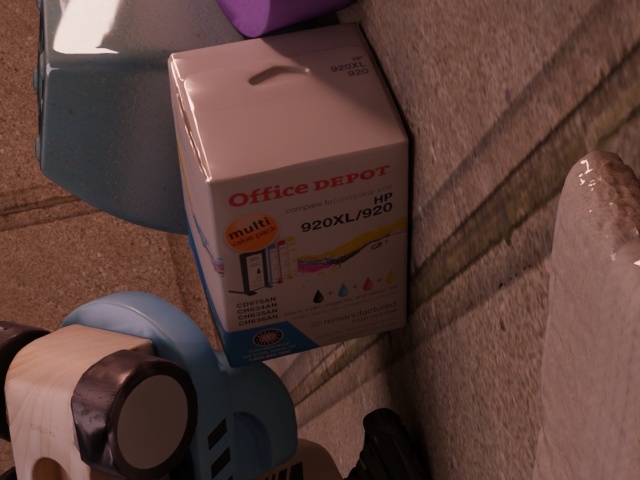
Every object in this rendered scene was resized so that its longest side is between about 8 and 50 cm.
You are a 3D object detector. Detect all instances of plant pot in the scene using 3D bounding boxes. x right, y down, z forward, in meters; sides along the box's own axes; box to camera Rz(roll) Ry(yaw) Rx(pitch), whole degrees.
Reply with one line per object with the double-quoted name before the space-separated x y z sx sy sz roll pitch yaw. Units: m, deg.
"plant pot" -0.152 -0.162 1.387 0.248 0.252 0.247 105 161 -45

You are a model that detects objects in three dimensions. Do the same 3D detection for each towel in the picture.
"towel" 0.161 0.119 0.686 0.187 0.049 0.282 -114 16 -48

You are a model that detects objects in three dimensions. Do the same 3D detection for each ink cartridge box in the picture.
"ink cartridge box" -0.026 -0.039 1.223 0.233 0.171 0.168 87 167 -46

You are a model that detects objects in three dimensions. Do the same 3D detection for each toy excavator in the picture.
"toy excavator" -0.095 0.235 1.393 0.222 0.445 0.433 8 110 40

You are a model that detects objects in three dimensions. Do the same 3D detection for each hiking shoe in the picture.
"hiking shoe" 0.044 0.262 1.357 0.086 0.114 0.227 -117 17 -55

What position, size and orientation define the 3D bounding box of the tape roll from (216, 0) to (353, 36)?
"tape roll" -0.058 -0.316 1.193 0.275 0.090 0.275 161 90 -76
